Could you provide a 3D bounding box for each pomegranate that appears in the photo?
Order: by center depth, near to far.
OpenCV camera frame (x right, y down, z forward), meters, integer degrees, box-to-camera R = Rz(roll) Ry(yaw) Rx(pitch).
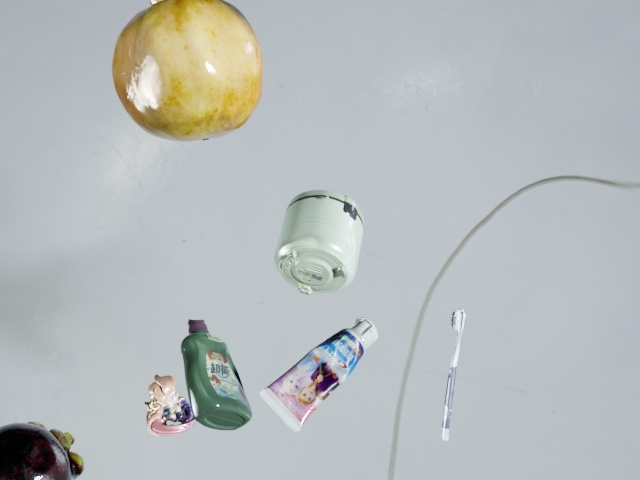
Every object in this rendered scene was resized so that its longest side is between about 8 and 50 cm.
[{"bbox_3d":[-0.224,-0.299,1.135,0.229,0.252,0.271,-21,105,-38],"label":"pomegranate"}]

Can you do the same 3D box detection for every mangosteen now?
[{"bbox_3d":[-0.391,0.306,0.926,0.137,0.151,0.137,7,107,23],"label":"mangosteen"}]

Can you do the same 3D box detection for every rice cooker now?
[{"bbox_3d":[0.000,0.000,1.744,0.225,0.226,0.244,7,51,2],"label":"rice cooker"}]

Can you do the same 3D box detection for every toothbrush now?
[{"bbox_3d":[0.278,0.287,1.446,0.026,0.024,0.288,4,96,-24],"label":"toothbrush"}]

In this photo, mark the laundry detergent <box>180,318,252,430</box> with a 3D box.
[{"bbox_3d":[-0.205,0.244,1.292,0.078,0.144,0.222,-38,49,17],"label":"laundry detergent"}]

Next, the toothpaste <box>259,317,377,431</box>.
[{"bbox_3d":[0.008,0.240,1.282,0.096,0.061,0.266,44,53,13],"label":"toothpaste"}]

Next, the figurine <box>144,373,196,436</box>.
[{"bbox_3d":[-0.375,0.396,1.638,0.114,0.126,0.157,-15,116,27],"label":"figurine"}]
